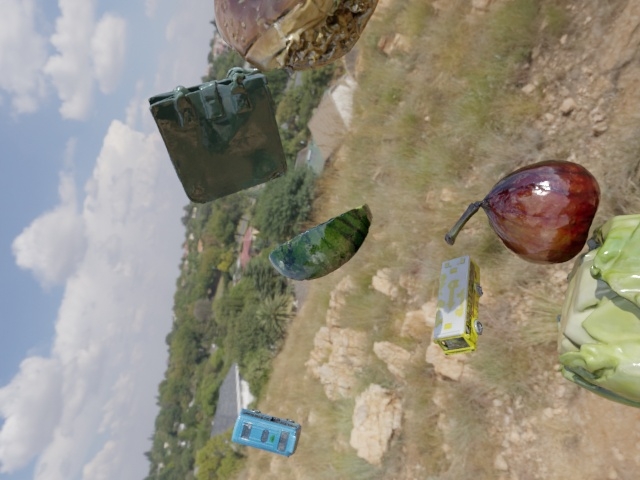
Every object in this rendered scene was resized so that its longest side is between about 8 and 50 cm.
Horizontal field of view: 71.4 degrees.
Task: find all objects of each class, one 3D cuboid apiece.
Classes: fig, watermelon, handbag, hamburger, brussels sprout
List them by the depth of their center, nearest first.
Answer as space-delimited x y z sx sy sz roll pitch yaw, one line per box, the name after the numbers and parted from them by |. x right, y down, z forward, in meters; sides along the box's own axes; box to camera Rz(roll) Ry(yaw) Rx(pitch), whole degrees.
-0.041 -0.338 0.583 0.243 0.146 0.286 -14 81 41 | hamburger
-0.003 -0.005 0.673 0.075 0.181 0.092 59 -174 -39 | watermelon
0.636 0.136 0.783 0.343 0.361 0.425 -70 -24 -12 | brussels sprout
0.394 -0.066 0.873 0.186 0.249 0.204 -54 -26 -51 | fig
-0.217 -0.228 0.980 0.079 0.247 0.260 -120 15 -48 | handbag

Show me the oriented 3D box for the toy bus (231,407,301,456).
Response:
-0.067 0.242 0.560 0.046 0.083 0.038 102 -177 -78 | toy bus

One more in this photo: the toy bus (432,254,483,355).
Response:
0.301 0.135 0.961 0.081 0.074 0.226 -19 34 38 | toy bus
